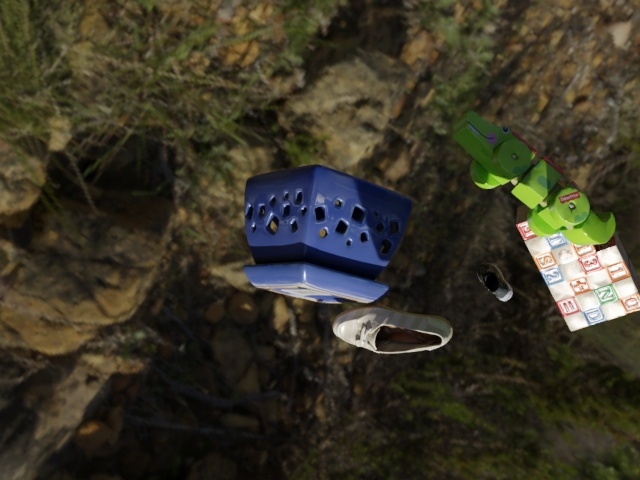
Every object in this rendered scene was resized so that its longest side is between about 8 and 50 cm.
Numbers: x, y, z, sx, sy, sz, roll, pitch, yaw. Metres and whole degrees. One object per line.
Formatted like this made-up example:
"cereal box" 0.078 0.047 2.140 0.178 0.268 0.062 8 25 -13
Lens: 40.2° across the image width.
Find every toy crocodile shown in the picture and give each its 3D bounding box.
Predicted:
"toy crocodile" 0.372 -0.107 1.532 0.105 0.340 0.115 -49 180 -18

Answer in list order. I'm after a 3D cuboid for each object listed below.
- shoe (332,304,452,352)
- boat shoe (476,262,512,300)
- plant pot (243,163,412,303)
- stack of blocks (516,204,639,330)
"shoe" 0.124 0.162 1.567 0.058 0.219 0.076 -56 144 -63
"boat shoe" 0.377 0.084 1.929 0.049 0.040 0.142 -54 -153 11
"plant pot" 0.000 0.000 1.618 0.236 0.236 0.212 -5 -106 53
"stack of blocks" 0.569 0.036 1.913 0.171 0.297 0.087 -23 -160 25
